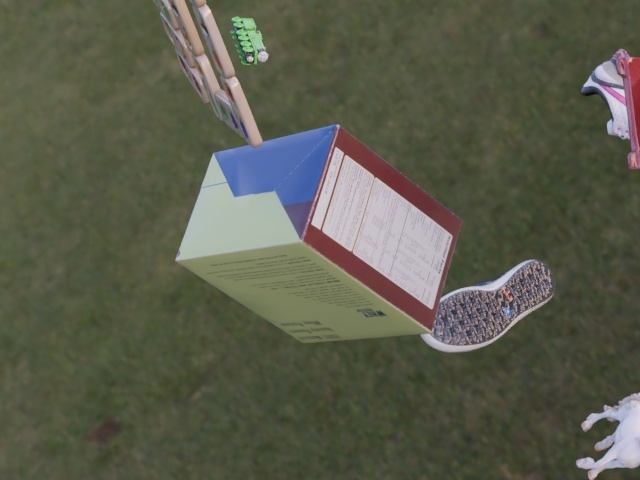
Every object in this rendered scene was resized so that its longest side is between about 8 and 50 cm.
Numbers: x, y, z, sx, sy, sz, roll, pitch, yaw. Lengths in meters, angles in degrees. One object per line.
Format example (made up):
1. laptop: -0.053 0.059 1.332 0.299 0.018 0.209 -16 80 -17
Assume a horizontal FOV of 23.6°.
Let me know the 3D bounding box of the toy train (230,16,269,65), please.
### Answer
1. toy train: -0.061 -0.172 1.317 0.023 0.017 0.083 0 30 -13

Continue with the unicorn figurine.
1. unicorn figurine: 0.344 0.230 1.704 0.111 0.060 0.162 -26 42 31

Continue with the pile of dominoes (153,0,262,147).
1. pile of dominoes: -0.132 -0.197 1.189 0.040 0.251 0.196 -26 22 -11

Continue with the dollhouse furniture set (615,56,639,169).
1. dollhouse furniture set: 0.440 -0.018 1.511 0.152 0.374 0.201 -7 -2 -34

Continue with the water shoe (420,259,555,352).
1. water shoe: 0.192 0.088 1.814 0.203 0.073 0.080 -21 -10 -30

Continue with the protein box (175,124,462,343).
1. protein box: 0.000 0.000 1.597 0.200 0.201 0.136 -9 55 46

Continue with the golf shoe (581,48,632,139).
1. golf shoe: 0.411 -0.150 1.944 0.086 0.186 0.067 -40 -16 14
